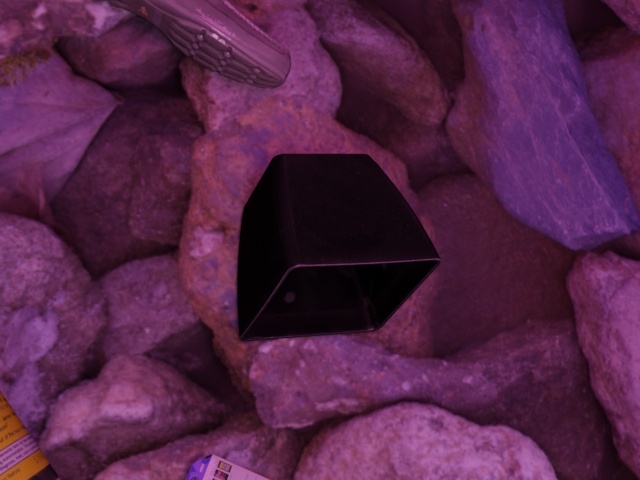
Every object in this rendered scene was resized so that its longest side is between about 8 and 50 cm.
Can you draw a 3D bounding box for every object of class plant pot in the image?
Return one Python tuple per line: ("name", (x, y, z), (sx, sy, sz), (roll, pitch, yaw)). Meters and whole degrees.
("plant pot", (0.000, 0.000, 1.284), (0.188, 0.187, 0.167), (-3, 61, -26))

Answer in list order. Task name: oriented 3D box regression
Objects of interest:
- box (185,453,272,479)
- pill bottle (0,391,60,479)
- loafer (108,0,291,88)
("box", (-0.093, 0.297, 1.219), (0.136, 0.028, 0.081), (27, 64, -12))
("pill bottle", (-0.403, 0.165, 1.029), (0.188, 0.188, 0.334), (-33, 89, -30))
("loafer", (-0.165, -0.303, 1.341), (0.319, 0.112, 0.111), (34, 71, -10))
